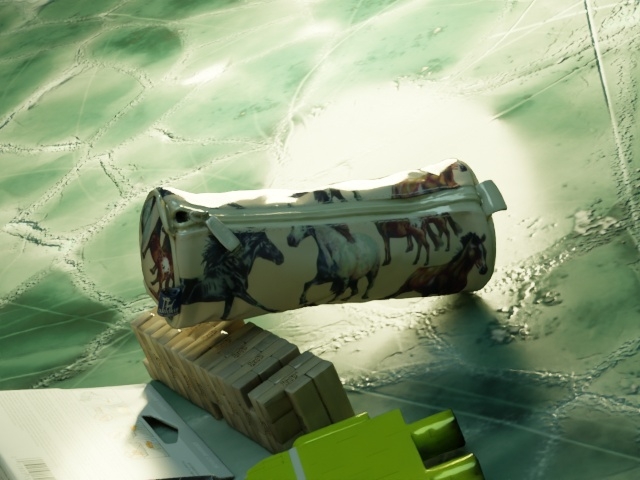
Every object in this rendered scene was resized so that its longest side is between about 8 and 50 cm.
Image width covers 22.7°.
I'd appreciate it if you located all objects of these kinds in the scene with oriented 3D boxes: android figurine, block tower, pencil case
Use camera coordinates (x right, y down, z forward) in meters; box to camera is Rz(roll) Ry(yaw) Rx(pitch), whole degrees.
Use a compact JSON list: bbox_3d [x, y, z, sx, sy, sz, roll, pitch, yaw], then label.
[{"bbox_3d":[0.026,0.261,1.615,0.272,0.056,0.248,-23,29,-2],"label":"android figurine"},{"bbox_3d":[-0.100,0.150,1.853,0.091,0.097,0.335,-35,30,-24],"label":"block tower"},{"bbox_3d":[0.000,0.000,1.842,0.410,0.160,0.183,-6,-16,-13],"label":"pencil case"}]

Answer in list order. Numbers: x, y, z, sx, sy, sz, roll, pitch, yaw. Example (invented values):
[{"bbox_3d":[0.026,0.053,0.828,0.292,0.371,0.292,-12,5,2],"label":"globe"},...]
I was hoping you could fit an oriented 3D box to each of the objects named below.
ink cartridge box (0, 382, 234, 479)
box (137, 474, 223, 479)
[{"bbox_3d":[-0.262,0.244,1.819,0.238,0.060,0.275,0,18,-28],"label":"ink cartridge box"},{"bbox_3d":[-0.178,0.324,1.512,0.247,0.142,0.163,-8,64,26],"label":"box"}]
